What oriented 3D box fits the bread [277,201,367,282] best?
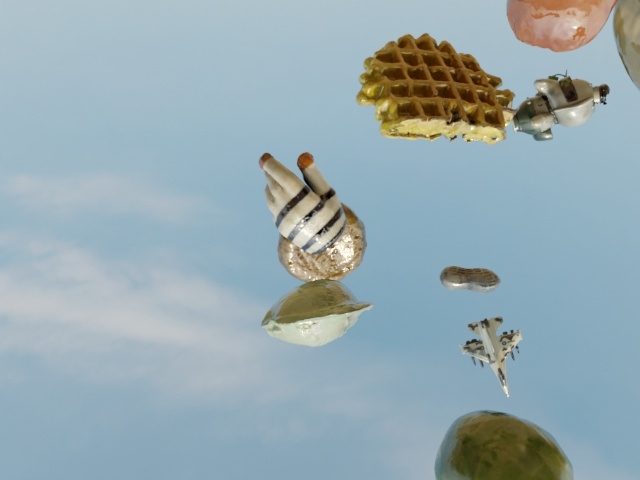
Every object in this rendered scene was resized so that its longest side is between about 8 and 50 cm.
[{"bbox_3d":[0.000,0.000,1.526,0.229,0.230,0.123,-7,-145,-12],"label":"bread"}]

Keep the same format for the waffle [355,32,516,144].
[{"bbox_3d":[0.210,-0.257,1.096,0.283,0.065,0.309,37,-126,4],"label":"waffle"}]

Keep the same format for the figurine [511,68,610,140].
[{"bbox_3d":[0.479,-0.272,1.258,0.192,0.126,0.147,-14,-170,21],"label":"figurine"}]

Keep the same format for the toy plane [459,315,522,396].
[{"bbox_3d":[0.451,0.292,1.624,0.159,0.234,0.082,-17,-158,15],"label":"toy plane"}]

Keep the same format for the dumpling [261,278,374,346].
[{"bbox_3d":[0.013,0.128,1.051,0.216,0.105,0.149,-7,-155,-45],"label":"dumpling"}]

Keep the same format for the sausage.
[{"bbox_3d":[0.281,-0.323,0.643,0.113,0.259,0.113,22,-164,-6],"label":"sausage"}]

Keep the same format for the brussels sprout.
[{"bbox_3d":[0.404,0.555,1.364,0.289,0.355,0.281,-3,-157,37],"label":"brussels sprout"}]

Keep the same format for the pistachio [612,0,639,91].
[{"bbox_3d":[0.477,-0.282,0.862,0.135,0.226,0.136,-20,-137,20],"label":"pistachio"}]

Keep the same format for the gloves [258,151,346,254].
[{"bbox_3d":[-0.052,-0.082,1.281,0.218,0.140,0.131,44,-137,-19],"label":"gloves"}]

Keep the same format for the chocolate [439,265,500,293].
[{"bbox_3d":[0.415,0.108,1.744,0.166,0.072,0.072,6,-141,18],"label":"chocolate"}]
